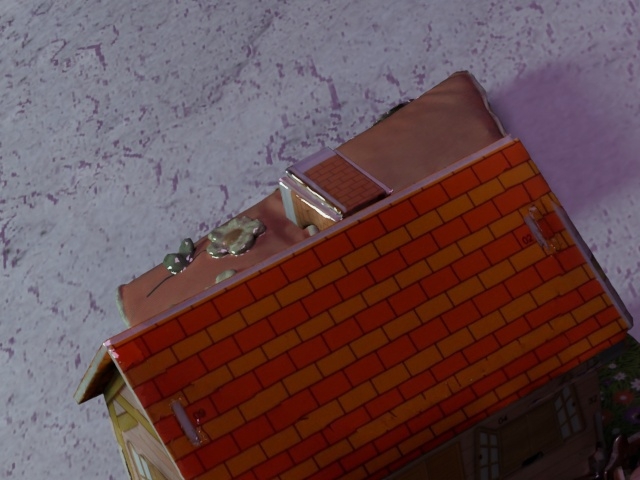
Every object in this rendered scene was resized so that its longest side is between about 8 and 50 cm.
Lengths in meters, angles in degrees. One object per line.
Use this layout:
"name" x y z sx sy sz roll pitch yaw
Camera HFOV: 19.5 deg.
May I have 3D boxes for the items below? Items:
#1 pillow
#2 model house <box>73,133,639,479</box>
"pillow" 0.000 0.000 0.979 0.232 0.043 0.126 -33 37 3
"model house" 0.027 0.072 0.726 0.294 0.154 0.207 -28 36 -21
